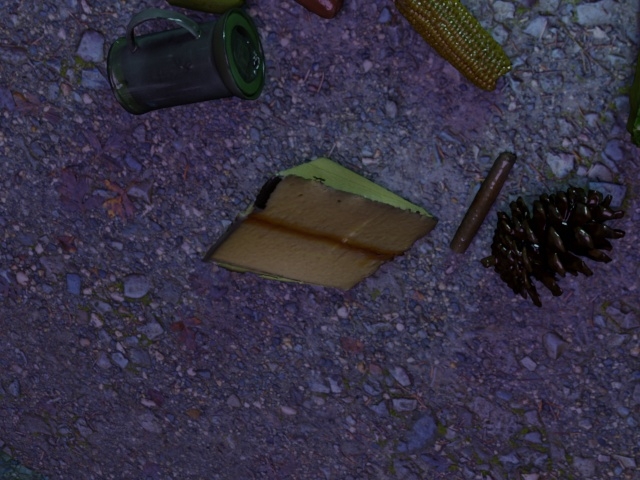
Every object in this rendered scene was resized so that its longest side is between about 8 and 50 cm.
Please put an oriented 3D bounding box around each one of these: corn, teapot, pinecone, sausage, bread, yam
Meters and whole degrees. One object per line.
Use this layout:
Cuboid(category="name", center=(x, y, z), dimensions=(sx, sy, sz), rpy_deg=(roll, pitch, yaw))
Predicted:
Cuboid(category="corn", center=(0.266, -0.439, 1.436), dimensions=(0.318, 0.115, 0.115), rpy_deg=(45, 116, -4))
Cuboid(category="teapot", center=(-0.326, -0.408, 1.556), dimensions=(0.337, 0.200, 0.270), rpy_deg=(-5, 152, 20))
Cuboid(category="pinecone", center=(0.495, 0.004, 1.480), dimensions=(0.309, 0.244, 0.244), rpy_deg=(-22, 103, 11))
Cuboid(category="sausage", center=(-0.086, -0.595, 1.497), dimensions=(0.327, 0.079, 0.087), rpy_deg=(41, 127, 0))
Cuboid(category="bread", center=(0.000, 0.000, 1.632), dimensions=(0.405, 0.242, 0.345), rpy_deg=(35, 119, 5))
Cuboid(category="yam", center=(0.369, -0.086, 1.576), dimensions=(0.046, 0.046, 0.264), rpy_deg=(26, 116, 6))

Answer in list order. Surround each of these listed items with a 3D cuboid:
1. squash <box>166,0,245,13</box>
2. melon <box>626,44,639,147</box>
Cuboid(category="squash", center=(-0.247, -0.565, 1.537), dimensions=(0.187, 0.123, 0.123), rpy_deg=(14, 114, 9))
Cuboid(category="melon", center=(0.675, -0.364, 1.296), dimensions=(0.331, 0.226, 0.343), rpy_deg=(-11, 113, -21))
